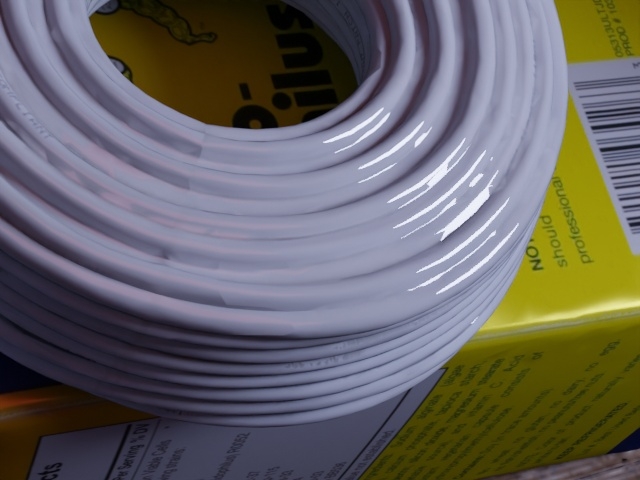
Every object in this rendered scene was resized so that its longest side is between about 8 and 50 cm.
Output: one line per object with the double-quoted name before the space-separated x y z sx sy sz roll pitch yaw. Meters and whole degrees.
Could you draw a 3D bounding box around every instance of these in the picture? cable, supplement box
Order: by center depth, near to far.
"cable" -0.033 -0.065 0.553 0.257 0.089 0.257 28 58 0
"supplement box" 0.000 0.000 0.695 0.356 0.194 0.195 -7 65 -21
